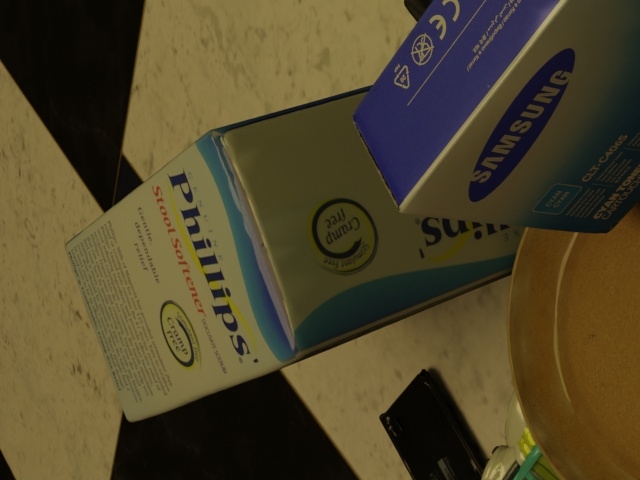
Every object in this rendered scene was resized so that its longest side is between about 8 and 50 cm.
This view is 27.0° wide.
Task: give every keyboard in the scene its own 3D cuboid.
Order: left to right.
[{"bbox_3d":[0.106,0.205,1.093,0.180,0.023,0.108,61,138,26],"label":"keyboard"}]

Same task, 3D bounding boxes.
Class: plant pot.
[{"bbox_3d":[0.200,0.045,0.757,0.236,0.032,0.236,-9,79,52],"label":"plant pot"}]

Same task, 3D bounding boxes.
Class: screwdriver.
[{"bbox_3d":[0.115,-0.127,0.972,0.170,0.024,0.025,52,170,25],"label":"screwdriver"}]

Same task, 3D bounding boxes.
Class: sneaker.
[{"bbox_3d":[0.176,0.157,0.895,0.110,0.107,0.275,34,129,37],"label":"sneaker"}]

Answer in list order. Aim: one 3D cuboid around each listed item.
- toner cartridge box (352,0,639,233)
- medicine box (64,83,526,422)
[{"bbox_3d":[0.176,-0.147,0.651,0.348,0.165,0.075,-54,46,36],"label":"toner cartridge box"},{"bbox_3d":[0.000,0.000,0.949,0.289,0.263,0.149,-29,82,57],"label":"medicine box"}]
